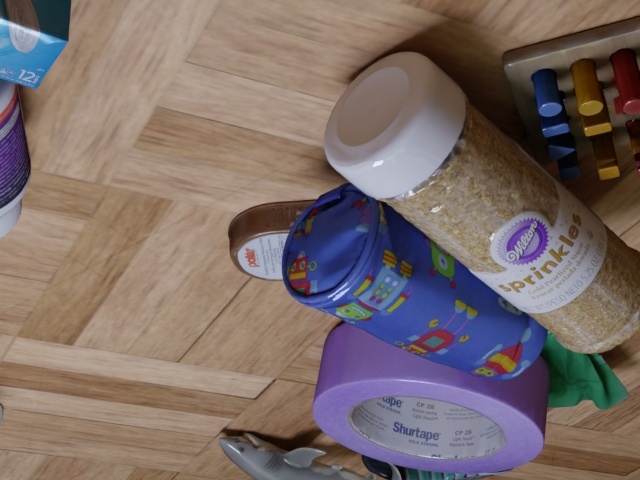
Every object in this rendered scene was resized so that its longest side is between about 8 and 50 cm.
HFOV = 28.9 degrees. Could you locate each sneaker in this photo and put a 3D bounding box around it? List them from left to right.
[{"bbox_3d":[0.163,0.318,1.761,0.224,0.083,0.098,3,155,-10],"label":"sneaker"}]

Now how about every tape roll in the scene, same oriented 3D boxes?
[{"bbox_3d":[0.131,0.187,1.479,0.275,0.090,0.274,9,150,5],"label":"tape roll"}]

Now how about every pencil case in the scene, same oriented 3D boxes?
[{"bbox_3d":[0.100,0.041,1.209,0.119,0.133,0.306,-23,147,36],"label":"pencil case"}]

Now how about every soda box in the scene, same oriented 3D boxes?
[{"bbox_3d":[-0.291,-0.185,0.906,0.210,0.071,0.067,16,143,-28],"label":"soda box"}]

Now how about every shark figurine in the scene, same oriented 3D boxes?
[{"bbox_3d":[0.000,0.351,1.706,0.278,0.116,0.166,11,160,19],"label":"shark figurine"}]

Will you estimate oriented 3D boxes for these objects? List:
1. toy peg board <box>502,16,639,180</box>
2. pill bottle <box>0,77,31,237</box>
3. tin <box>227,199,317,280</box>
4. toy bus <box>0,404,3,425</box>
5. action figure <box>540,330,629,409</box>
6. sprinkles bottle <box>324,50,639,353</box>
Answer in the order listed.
[{"bbox_3d":[0.258,-0.107,1.087,0.161,0.079,0.161,-13,147,14],"label":"toy peg board"},{"bbox_3d":[-0.300,-0.080,1.039,0.108,0.108,0.193,0,148,-6],"label":"pill bottle"},{"bbox_3d":[0.000,0.000,1.272,0.190,0.040,0.106,-5,144,1],"label":"tin"},{"bbox_3d":[-0.447,0.247,1.469,0.104,0.202,0.191,5,146,36],"label":"toy bus"},{"bbox_3d":[0.289,0.136,1.495,0.137,0.063,0.232,-11,147,14],"label":"action figure"},{"bbox_3d":[0.162,-0.025,1.121,0.121,0.121,0.355,-28,132,33],"label":"sprinkles bottle"}]
